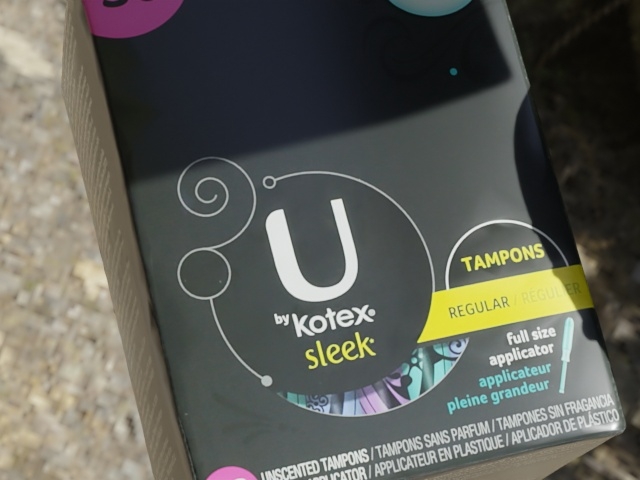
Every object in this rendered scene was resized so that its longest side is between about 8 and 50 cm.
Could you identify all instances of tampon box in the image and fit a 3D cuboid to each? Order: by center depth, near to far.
[{"bbox_3d":[0.000,0.000,0.549,0.120,0.101,0.161,-12,76,-13],"label":"tampon box"}]
